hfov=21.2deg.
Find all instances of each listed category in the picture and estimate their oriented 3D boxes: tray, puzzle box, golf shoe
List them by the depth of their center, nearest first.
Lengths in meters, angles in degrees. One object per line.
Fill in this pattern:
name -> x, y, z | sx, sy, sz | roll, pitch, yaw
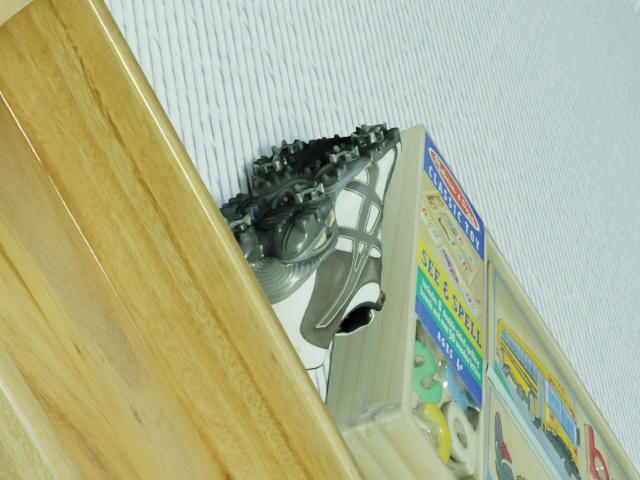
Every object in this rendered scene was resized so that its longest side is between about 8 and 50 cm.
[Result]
tray -> -0.059, 0.105, 0.658 | 0.411, 0.076, 0.203 | 61, 23, -16
golf shoe -> 0.000, 0.000, 0.913 | 0.198, 0.077, 0.094 | -49, 127, -59
puzzle box -> 0.132, 0.156, 1.093 | 0.409, 0.052, 0.272 | 55, 25, -31
